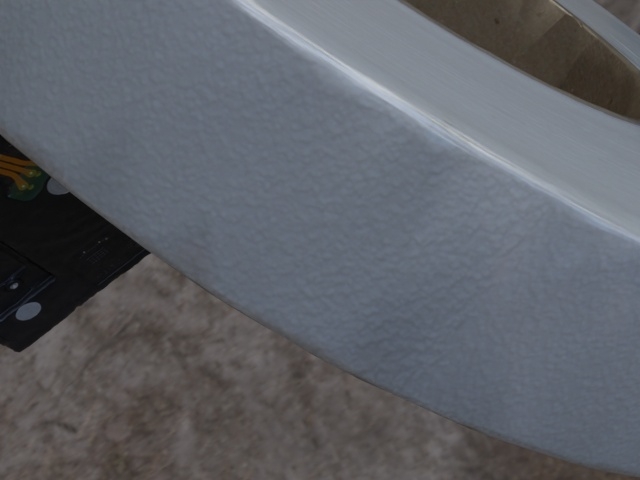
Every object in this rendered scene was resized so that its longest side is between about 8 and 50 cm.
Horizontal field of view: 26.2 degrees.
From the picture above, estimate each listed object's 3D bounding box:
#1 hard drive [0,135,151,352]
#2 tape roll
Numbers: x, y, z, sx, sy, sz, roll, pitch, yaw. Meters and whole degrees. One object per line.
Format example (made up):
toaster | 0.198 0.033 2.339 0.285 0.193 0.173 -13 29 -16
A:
hard drive | -0.181 -0.073 0.768 0.064 0.237 0.339 55 6 29
tape roll | 0.022 -0.074 0.499 0.392 0.072 0.392 28 22 -12
